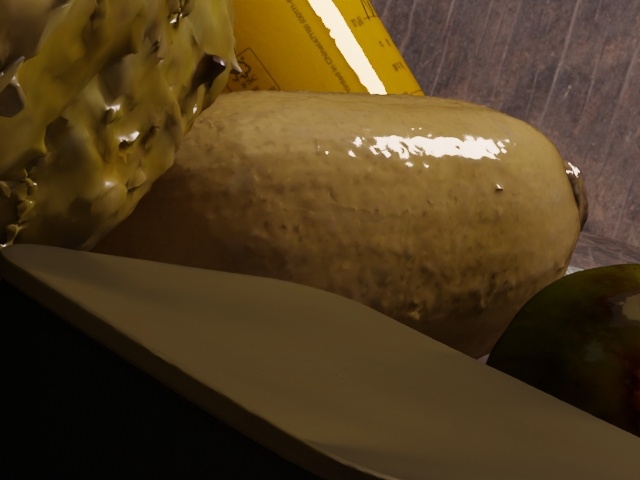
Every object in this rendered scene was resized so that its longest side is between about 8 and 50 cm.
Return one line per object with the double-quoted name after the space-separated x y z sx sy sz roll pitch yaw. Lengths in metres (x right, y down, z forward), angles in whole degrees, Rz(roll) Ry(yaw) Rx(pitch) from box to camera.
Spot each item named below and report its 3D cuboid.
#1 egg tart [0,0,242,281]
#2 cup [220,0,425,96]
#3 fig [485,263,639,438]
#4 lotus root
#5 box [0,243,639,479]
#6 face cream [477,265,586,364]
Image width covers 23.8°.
-0.138 -0.059 0.553 0.132 0.341 0.341 52 -9 -24 "egg tart"
-0.029 -0.093 0.949 0.280 0.196 0.196 54 10 2 "cup"
0.107 0.084 0.671 0.124 0.124 0.236 15 -16 -12 "fig"
0.001 0.003 0.694 0.303 0.146 0.131 -4 20 -25 "lotus root"
-0.004 0.074 0.426 0.144 0.090 0.201 10 9 -41 "box"
0.073 0.043 0.847 0.311 0.092 0.092 13 8 -23 "face cream"
